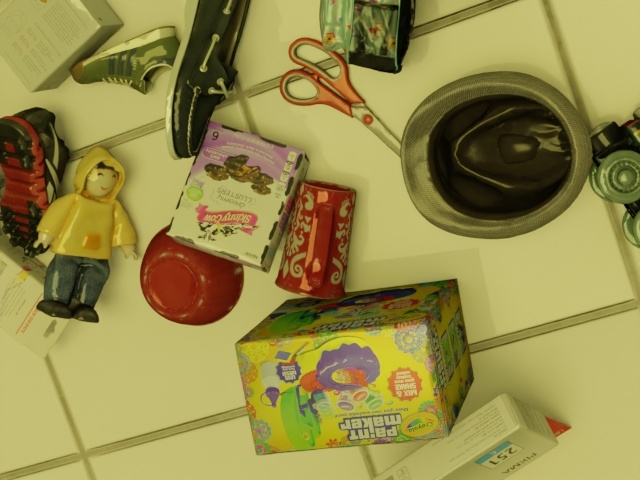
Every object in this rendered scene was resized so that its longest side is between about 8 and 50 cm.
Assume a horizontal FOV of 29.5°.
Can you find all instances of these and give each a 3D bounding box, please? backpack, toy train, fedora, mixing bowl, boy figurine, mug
[{"bbox_3d":[0.072,-0.352,1.786,0.144,0.166,0.188,14,102,3],"label":"backpack"},{"bbox_3d":[0.529,-0.052,1.749,0.190,0.142,0.334,-35,89,6],"label":"toy train"},{"bbox_3d":[0.267,-0.131,1.799,0.275,0.124,0.244,-14,96,23],"label":"fedora"},{"bbox_3d":[-0.226,0.063,1.983,0.181,0.098,0.181,3,102,15],"label":"mixing bowl"},{"bbox_3d":[-0.375,-0.011,1.989,0.177,0.092,0.285,15,90,-29],"label":"boy figurine"},{"bbox_3d":[0.007,0.000,1.893,0.113,0.150,0.169,5,101,-31],"label":"mug"}]

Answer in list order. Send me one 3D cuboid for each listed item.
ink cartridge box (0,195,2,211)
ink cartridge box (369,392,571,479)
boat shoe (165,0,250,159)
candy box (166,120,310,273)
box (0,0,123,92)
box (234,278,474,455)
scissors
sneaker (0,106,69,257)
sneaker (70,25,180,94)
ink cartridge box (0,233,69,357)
[{"bbox_3d":[-0.593,-0.079,2.087,0.063,0.029,0.115,-36,91,19],"label":"ink cartridge box"},{"bbox_3d":[0.227,0.358,1.842,0.296,0.261,0.066,-37,55,18],"label":"ink cartridge box"},{"bbox_3d":[-0.171,-0.269,1.867,0.091,0.114,0.303,9,89,10],"label":"boat shoe"},{"bbox_3d":[-0.128,-0.068,1.910,0.165,0.070,0.196,18,82,10],"label":"candy box"},{"bbox_3d":[-0.430,-0.343,1.959,0.170,0.091,0.130,-38,89,19],"label":"box"},{"bbox_3d":[0.061,0.187,1.837,0.290,0.279,0.177,-8,99,16],"label":"box"},{"bbox_3d":[0.066,-0.208,1.891,0.297,0.021,0.109,31,105,9],"label":"scissors"},{"bbox_3d":[-0.471,-0.102,2.015,0.097,0.135,0.276,15,128,17],"label":"sneaker"},{"bbox_3d":[-0.307,-0.272,1.953,0.192,0.064,0.086,-21,90,14],"label":"sneaker"},{"bbox_3d":[-0.510,0.096,2.080,0.198,0.067,0.115,38,108,6],"label":"ink cartridge box"}]
